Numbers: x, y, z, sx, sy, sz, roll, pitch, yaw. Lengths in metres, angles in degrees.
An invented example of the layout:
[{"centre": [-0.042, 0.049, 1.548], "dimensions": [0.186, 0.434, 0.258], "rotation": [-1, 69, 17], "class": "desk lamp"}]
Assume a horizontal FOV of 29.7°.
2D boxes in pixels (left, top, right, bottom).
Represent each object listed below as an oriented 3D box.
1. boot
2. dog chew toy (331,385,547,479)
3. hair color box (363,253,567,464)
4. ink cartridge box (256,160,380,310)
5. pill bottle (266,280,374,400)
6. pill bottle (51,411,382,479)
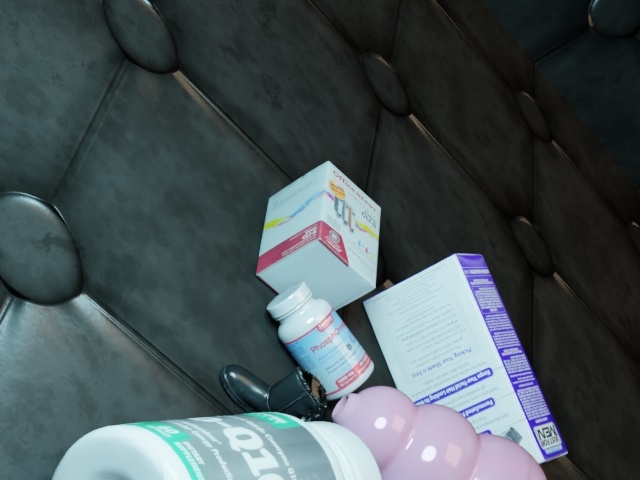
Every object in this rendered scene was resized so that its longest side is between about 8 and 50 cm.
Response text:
[{"centre": [-0.057, 0.191, 1.549], "dimensions": [0.121, 0.099, 0.045], "rotation": [52, 29, -14], "class": "boot"}, {"centre": [0.156, 0.323, 1.669], "dimensions": [0.332, 0.206, 0.206], "rotation": [37, 35, -10], "class": "dog chew toy"}, {"centre": [0.221, 0.209, 1.864], "dimensions": [0.110, 0.185, 0.338], "rotation": [4, 62, -57], "class": "hair color box"}, {"centre": [0.000, 0.000, 1.775], "dimensions": [0.128, 0.127, 0.176], "rotation": [41, 34, -28], "class": "ink cartridge box"}, {"centre": [-0.003, 0.139, 1.688], "dimensions": [0.160, 0.087, 0.087], "rotation": [54, 30, -10], "class": "pill bottle"}, {"centre": [-0.099, 0.290, 1.298], "dimensions": [0.361, 0.204, 0.204], "rotation": [6, 59, -55], "class": "pill bottle"}]
